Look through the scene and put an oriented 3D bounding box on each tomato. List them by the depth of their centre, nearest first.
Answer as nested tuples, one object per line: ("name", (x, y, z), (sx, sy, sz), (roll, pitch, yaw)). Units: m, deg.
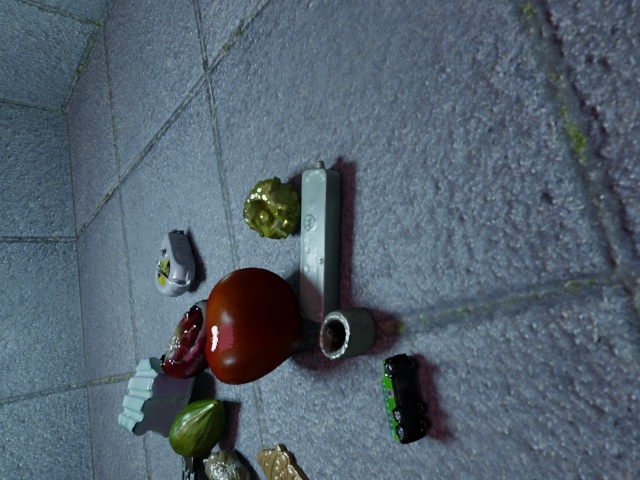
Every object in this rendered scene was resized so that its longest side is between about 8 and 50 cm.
("tomato", (-0.161, 0.209, 1.043), (0.226, 0.298, 0.299), (-5, 85, 7))

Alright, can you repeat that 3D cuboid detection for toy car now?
("toy car", (0.162, 0.312, 0.830), (0.062, 0.071, 0.165), (-27, 70, 59))

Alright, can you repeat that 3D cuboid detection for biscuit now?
("biscuit", (-0.102, 0.651, 1.146), (0.250, 0.035, 0.163), (1, 95, 46))

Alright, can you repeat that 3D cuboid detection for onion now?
("onion", (-0.387, 0.335, 1.368), (0.272, 0.195, 0.272), (-38, 28, 25))

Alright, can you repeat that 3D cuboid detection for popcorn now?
("popcorn", (-0.123, -0.081, 1.100), (0.173, 0.142, 0.174), (-22, 52, 31))

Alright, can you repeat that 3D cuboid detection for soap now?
("soap", (-0.611, 0.574, 1.538), (0.446, 0.156, 0.262), (-29, 46, 54))

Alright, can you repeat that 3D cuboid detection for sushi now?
("sushi", (-0.464, 0.778, 1.520), (0.193, 0.043, 0.280), (-52, 40, 42))

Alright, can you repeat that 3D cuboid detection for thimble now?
("thimble", (0.057, 0.207, 0.926), (0.102, 0.090, 0.115), (27, 109, 44))

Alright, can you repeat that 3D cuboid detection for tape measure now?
("tape measure", (-0.549, 0.109, 1.560), (0.197, 0.120, 0.236), (-50, 51, 28))

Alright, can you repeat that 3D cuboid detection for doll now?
("doll", (-0.298, 0.719, 1.305), (0.221, 0.105, 0.115), (13, 141, 54))

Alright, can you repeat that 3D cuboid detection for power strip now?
("power strip", (0.000, 0.000, 1.009), (0.091, 0.062, 0.386), (4, 94, 48))

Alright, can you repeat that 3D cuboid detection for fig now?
("fig", (-0.394, 0.595, 1.371), (0.167, 0.167, 0.234), (26, 92, 44))

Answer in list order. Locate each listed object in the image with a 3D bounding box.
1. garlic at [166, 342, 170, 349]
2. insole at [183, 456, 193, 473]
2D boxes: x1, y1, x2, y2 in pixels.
("garlic", (-0.477, 0.389, 1.514), (0.124, 0.099, 0.175), (-45, 61, 15))
("insole", (-0.509, 0.755, 1.546), (0.327, 0.007, 0.112), (10, 98, 61))
